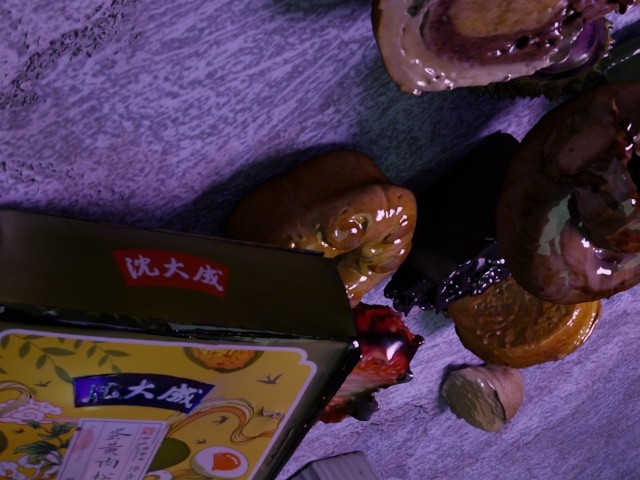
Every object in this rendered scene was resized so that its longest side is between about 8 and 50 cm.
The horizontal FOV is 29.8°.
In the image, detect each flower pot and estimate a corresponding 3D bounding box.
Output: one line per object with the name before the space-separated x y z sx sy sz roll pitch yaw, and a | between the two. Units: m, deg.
flower pot | 0.023 0.499 2.050 0.239 0.189 0.209 -40 151 7

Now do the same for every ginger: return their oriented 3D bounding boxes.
ginger | 0.290 0.245 2.062 0.122 0.115 0.193 -50 148 -17

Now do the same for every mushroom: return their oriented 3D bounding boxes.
mushroom | 0.308 -0.061 1.318 0.263 0.195 0.283 -26 160 0

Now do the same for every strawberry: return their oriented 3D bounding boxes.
strawberry | -0.040 0.131 1.481 0.306 0.137 0.233 9 145 -28

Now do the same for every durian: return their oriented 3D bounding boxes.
durian | 0.250 -0.188 1.302 0.187 0.108 0.119 -33 147 -8

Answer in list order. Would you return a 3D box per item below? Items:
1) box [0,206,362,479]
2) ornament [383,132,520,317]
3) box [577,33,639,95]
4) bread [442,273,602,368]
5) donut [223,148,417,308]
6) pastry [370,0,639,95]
box | -0.216 0.170 1.211 0.373 0.138 0.420 9 132 -25
ornament | 0.182 0.014 1.535 0.251 0.106 0.260 -36 157 -20
box | 0.454 -0.126 1.553 0.253 0.177 0.328 -26 151 -13
bread | 0.306 0.112 1.769 0.229 0.139 0.143 -26 152 13
donut | -0.001 0.002 1.326 0.227 0.114 0.226 -27 151 -16
pastry | 0.152 -0.250 1.060 0.237 0.170 0.256 -16 163 9
